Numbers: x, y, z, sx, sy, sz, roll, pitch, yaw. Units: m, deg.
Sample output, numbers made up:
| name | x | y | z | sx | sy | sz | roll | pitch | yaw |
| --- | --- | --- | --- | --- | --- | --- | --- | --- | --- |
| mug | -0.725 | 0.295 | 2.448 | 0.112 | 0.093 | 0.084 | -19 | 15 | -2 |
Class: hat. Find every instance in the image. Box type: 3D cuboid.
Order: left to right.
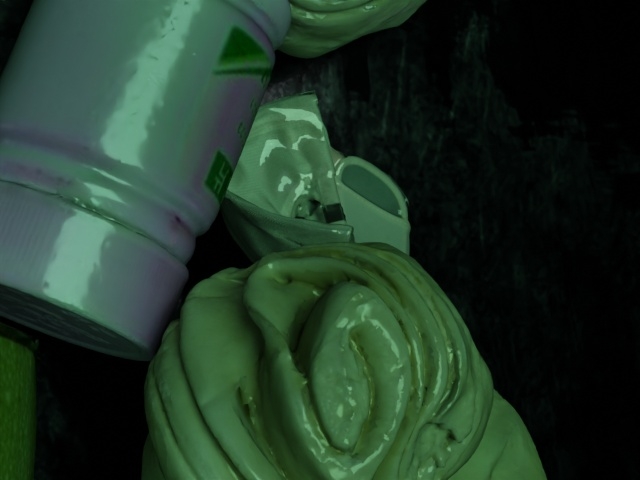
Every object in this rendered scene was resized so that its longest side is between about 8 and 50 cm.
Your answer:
| name | x | y | z | sx | sy | sz | roll | pitch | yaw |
| --- | --- | --- | --- | --- | --- | --- | --- | --- | --- |
| hat | 0.000 | 0.000 | 1.579 | 0.164 | 0.219 | 0.226 | -17 | 126 | 6 |

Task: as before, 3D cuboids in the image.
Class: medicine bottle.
| name | x | y | z | sx | sy | sz | roll | pitch | yaw |
| --- | --- | --- | --- | --- | --- | --- | --- | --- | --- |
| medicine bottle | -0.171 | -0.086 | 1.435 | 0.212 | 0.212 | 0.325 | 25 | 75 | -20 |

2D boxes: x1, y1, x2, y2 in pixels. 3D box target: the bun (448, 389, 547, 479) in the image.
| name | x | y | z | sx | sy | sz | roll | pitch | yaw |
| --- | --- | --- | --- | --- | --- | --- | --- | --- | --- |
| bun | 0.056 | 0.258 | 1.504 | 0.364 | 0.202 | 0.364 | 5 | 78 | -23 |

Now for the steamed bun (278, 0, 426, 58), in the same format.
| name | x | y | z | sx | sy | sz | roll | pitch | yaw |
| --- | --- | --- | --- | --- | --- | --- | --- | --- | --- |
| steamed bun | -0.011 | -0.314 | 1.568 | 0.320 | 0.206 | 0.275 | 13 | 78 | -20 |

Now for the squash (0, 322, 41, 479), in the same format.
| name | x | y | z | sx | sy | sz | roll | pitch | yaw |
| --- | --- | --- | --- | --- | --- | --- | --- | --- | --- |
| squash | -0.344 | 0.244 | 1.281 | 0.263 | 0.263 | 0.385 | 10 | 77 | -24 |

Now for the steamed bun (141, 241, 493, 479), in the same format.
| name | x | y | z | sx | sy | sz | roll | pitch | yaw |
| --- | --- | --- | --- | --- | --- | --- | --- | --- | --- |
| steamed bun | -0.019 | 0.124 | 1.336 | 0.289 | 0.203 | 0.276 | -29 | 52 | -2 |
